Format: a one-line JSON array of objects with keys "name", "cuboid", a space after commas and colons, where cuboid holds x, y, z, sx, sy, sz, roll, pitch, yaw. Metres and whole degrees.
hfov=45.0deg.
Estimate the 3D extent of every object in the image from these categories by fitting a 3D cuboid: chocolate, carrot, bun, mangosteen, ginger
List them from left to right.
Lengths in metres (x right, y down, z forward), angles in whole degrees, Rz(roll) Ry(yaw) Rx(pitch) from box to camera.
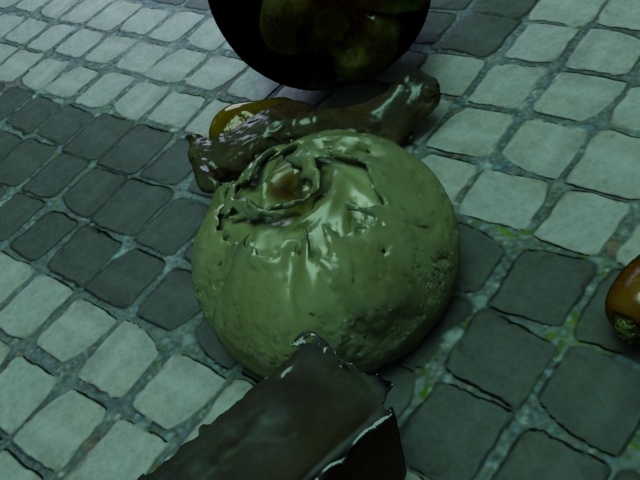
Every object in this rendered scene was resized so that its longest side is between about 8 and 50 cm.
[{"name": "chocolate", "cuboid": [-0.074, 0.216, 0.557, 0.321, 0.112, 0.112, -39, 44, -14]}, {"name": "ginger", "cuboid": [-0.004, -0.116, 0.858, 0.290, 0.084, 0.122, -15, 34, -4]}, {"name": "bun", "cuboid": [0.000, 0.000, 0.705, 0.259, 0.152, 0.259, -12, 42, 11]}, {"name": "mangosteen", "cuboid": [0.000, -0.305, 0.906, 0.288, 0.288, 0.288, -12, 45, 12]}, {"name": "carrot", "cuboid": [0.315, 0.008, 0.627, 0.225, 0.067, 0.067, -35, 45, -14]}]

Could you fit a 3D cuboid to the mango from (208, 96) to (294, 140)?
[{"name": "mango", "cuboid": [-0.078, -0.137, 0.931, 0.114, 0.060, 0.080, -22, 48, -7]}]
